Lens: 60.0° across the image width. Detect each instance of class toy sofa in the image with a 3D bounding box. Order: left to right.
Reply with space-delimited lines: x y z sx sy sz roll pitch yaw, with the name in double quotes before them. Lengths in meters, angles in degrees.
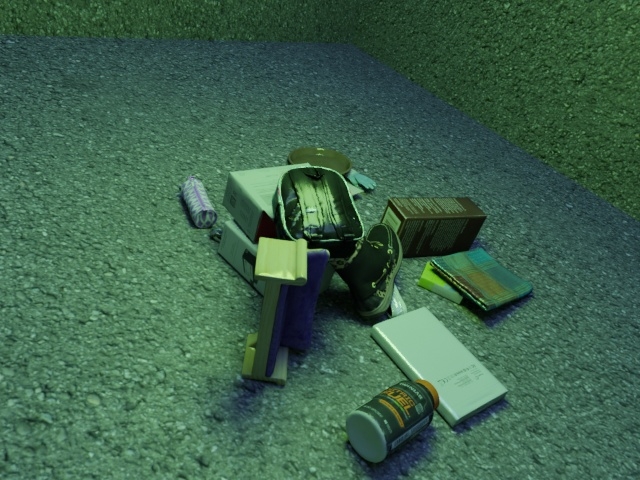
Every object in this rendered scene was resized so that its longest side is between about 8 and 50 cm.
"toy sofa" -0.087 0.180 1.363 0.177 0.363 0.150 8 35 -5

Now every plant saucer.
"plant saucer" -0.002 -0.328 2.368 0.277 0.041 0.278 7 33 -4

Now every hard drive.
"hard drive" 0.339 0.350 1.604 0.233 0.047 0.353 -12 45 -37

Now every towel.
"towel" 0.583 0.128 1.983 0.370 0.040 0.271 -8 41 -48

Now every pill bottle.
"pill bottle" 0.187 0.426 1.354 0.245 0.130 0.130 -18 48 -42

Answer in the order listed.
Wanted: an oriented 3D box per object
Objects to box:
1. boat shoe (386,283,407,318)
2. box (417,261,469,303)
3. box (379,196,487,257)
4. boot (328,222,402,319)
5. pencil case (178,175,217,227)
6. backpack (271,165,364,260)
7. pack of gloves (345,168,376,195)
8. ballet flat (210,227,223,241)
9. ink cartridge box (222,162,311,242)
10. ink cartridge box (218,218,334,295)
"boat shoe" 0.209 0.179 1.776 0.063 0.066 0.184 -1 48 -28
"box" 0.436 0.151 1.930 0.178 0.042 0.109 26 34 9
"box" 0.410 -0.052 2.072 0.381 0.191 0.143 -1 39 -27
"boot" 0.130 0.020 1.722 0.138 0.284 0.377 -12 41 31
"pencil case" -0.414 -0.131 1.886 0.086 0.088 0.206 -7 42 -29
"backpack" -0.019 -0.068 1.475 0.225 0.191 0.254 -3 63 -21
"pack of gloves" 0.107 -0.243 2.343 0.195 0.046 0.232 -24 44 -40
"ballet flat" -0.306 -0.008 1.816 0.114 0.041 0.041 13 35 -8
"ink cartridge box" -0.101 -0.105 1.729 0.309 0.130 0.272 -12 46 -37
"ink cartridge box" -0.133 0.048 1.729 0.223 0.129 0.307 -19 49 -44
